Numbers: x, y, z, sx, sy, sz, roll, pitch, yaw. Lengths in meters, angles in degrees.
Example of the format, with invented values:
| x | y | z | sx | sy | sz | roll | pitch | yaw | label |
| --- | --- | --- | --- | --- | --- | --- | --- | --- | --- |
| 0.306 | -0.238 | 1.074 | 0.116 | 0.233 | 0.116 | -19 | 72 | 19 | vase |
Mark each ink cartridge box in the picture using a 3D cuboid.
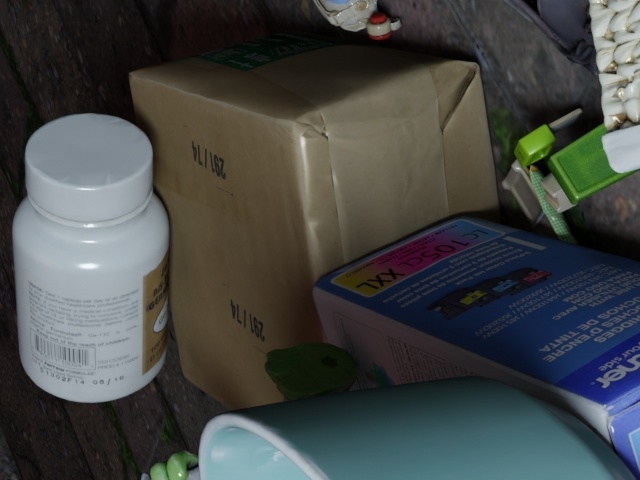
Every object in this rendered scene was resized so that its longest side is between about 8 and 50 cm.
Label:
| x | y | z | sx | sy | sz | roll | pitch | yaw | label |
| --- | --- | --- | --- | --- | --- | --- | --- | --- | --- |
| 0.179 | 0.156 | 0.968 | 0.395 | 0.151 | 0.270 | 22 | 134 | 61 | ink cartridge box |

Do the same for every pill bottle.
| x | y | z | sx | sy | sz | roll | pitch | yaw | label |
| --- | --- | --- | --- | --- | --- | --- | --- | --- | --- |
| -0.192 | 0.014 | 1.310 | 0.131 | 0.131 | 0.229 | 50 | 147 | 40 | pill bottle |

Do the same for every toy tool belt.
| x | y | z | sx | sy | sz | roll | pitch | yaw | label |
| --- | --- | --- | --- | --- | --- | --- | --- | --- | --- |
| 0.026 | -0.192 | 1.212 | 0.083 | 0.052 | 0.051 | 40 | 148 | 49 | toy tool belt |

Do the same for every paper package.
| x | y | z | sx | sy | sz | roll | pitch | yaw | label |
| --- | --- | --- | --- | --- | --- | --- | --- | --- | --- |
| 0.000 | 0.000 | 1.254 | 0.325 | 0.168 | 0.310 | 23 | 125 | 60 | paper package |

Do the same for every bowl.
| x | y | z | sx | sy | sz | roll | pitch | yaw | label |
| --- | --- | --- | --- | --- | --- | --- | --- | --- | --- |
| 0.080 | 0.196 | 0.820 | 0.311 | 0.163 | 0.312 | 47 | 153 | 34 | bowl |

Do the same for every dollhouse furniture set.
| x | y | z | sx | sy | sz | roll | pitch | yaw | label |
| --- | --- | --- | --- | --- | --- | --- | --- | --- | --- |
| 0.171 | -0.041 | 1.038 | 0.076 | 0.058 | 0.152 | 60 | 173 | 10 | dollhouse furniture set |

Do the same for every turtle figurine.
| x | y | z | sx | sy | sz | roll | pitch | yaw | label |
| --- | --- | --- | --- | --- | --- | --- | --- | --- | --- |
| -0.050 | 0.215 | 1.043 | 0.198 | 0.274 | 0.266 | -93 | 19 | -56 | turtle figurine |

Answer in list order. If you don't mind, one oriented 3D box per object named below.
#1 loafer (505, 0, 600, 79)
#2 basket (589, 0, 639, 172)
| x | y | z | sx | sy | sz | roll | pitch | yaw | label |
| --- | --- | --- | --- | --- | --- | --- | --- | --- | --- |
| 0.145 | -0.155 | 0.927 | 0.302 | 0.095 | 0.109 | 49 | 147 | 42 | loafer |
| 0.220 | -0.101 | 0.728 | 0.113 | 0.167 | 0.103 | -19 | 82 | 65 | basket |
